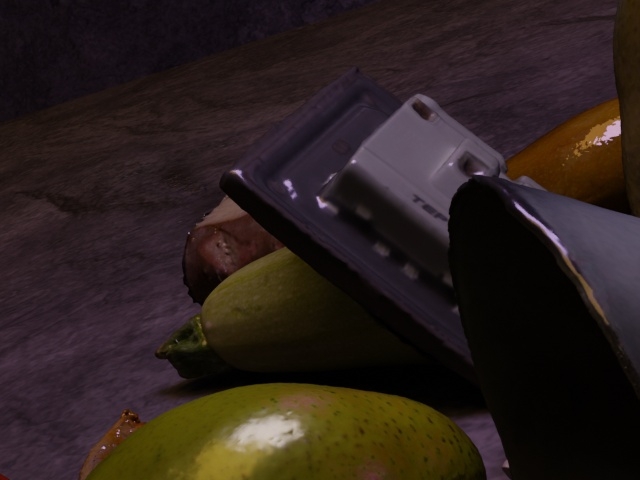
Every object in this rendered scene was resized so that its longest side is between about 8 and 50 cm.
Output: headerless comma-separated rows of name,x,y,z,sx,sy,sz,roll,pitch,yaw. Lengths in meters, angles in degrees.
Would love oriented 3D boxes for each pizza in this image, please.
pizza,-0.118,0.161,1.055,0.131,0.041,0.178,-15,17,15

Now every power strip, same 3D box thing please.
power strip,0.086,-0.030,1.073,0.092,0.257,0.251,-53,-3,40

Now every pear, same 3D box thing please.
pear,-0.018,0.156,0.730,0.220,0.187,0.187,-20,14,-31

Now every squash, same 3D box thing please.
squash,-0.018,0.044,1.164,0.288,0.137,0.137,-9,20,40

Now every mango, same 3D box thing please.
mango,0.209,-0.051,1.245,0.228,0.099,0.136,-21,19,30

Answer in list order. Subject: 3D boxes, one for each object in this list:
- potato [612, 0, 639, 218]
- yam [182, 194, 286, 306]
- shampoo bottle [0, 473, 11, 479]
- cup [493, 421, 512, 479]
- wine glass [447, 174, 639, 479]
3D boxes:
potato,0.324,-0.148,1.067,0.203,0.351,0.218,20,1,-22
yam,0.001,0.001,1.281,0.238,0.128,0.129,-7,64,39
shampoo bottle,-0.313,0.200,1.052,0.104,0.104,0.278,-32,20,-34
cup,0.155,0.093,0.879,0.099,0.074,0.102,-9,20,34
wine glass,0.286,0.040,0.618,0.406,0.267,0.267,-18,16,-9
